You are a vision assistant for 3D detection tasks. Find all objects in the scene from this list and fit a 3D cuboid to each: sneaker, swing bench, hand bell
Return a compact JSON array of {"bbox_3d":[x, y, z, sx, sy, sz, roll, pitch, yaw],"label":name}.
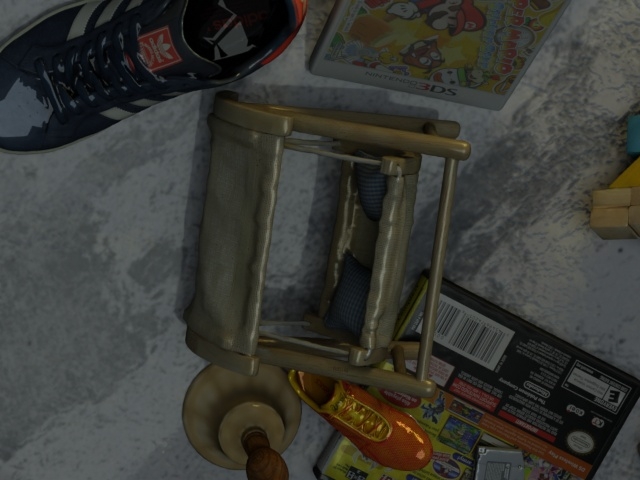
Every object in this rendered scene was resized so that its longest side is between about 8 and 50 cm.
[{"bbox_3d":[0.036,0.180,1.884,0.175,0.067,0.064,32,95,19],"label":"sneaker"},{"bbox_3d":[-0.173,-0.180,1.770,0.350,0.148,0.131,-26,105,-3],"label":"sneaker"},{"bbox_3d":[0.000,0.000,1.812,0.255,0.165,0.253,7,101,-1],"label":"swing bench"},{"bbox_3d":[-0.063,0.203,1.820,0.126,0.242,0.126,-2,102,-9],"label":"hand bell"}]

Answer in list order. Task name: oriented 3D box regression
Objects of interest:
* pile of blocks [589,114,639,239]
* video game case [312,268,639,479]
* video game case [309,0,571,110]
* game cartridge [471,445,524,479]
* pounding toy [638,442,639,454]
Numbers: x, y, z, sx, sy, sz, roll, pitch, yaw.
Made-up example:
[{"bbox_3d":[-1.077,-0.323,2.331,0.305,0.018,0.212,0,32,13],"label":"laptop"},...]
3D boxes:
[{"bbox_3d":[0.426,-0.127,1.920,0.362,0.149,0.112,-39,148,9],"label":"pile of blocks"},{"bbox_3d":[0.168,0.199,1.966,0.275,0.035,0.248,27,96,-15],"label":"video game case"},{"bbox_3d":[0.116,-0.211,1.794,0.206,0.227,0.026,10,59,-12],"label":"video game case"},{"bbox_3d":[0.186,0.258,1.955,0.056,0.017,0.083,7,101,-8],"label":"game cartridge"},{"bbox_3d":[0.413,0.287,1.955,0.154,0.155,0.269,26,87,-11],"label":"pounding toy"}]
